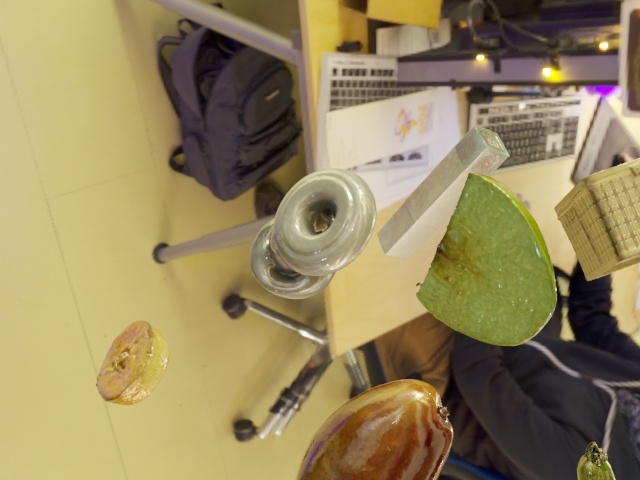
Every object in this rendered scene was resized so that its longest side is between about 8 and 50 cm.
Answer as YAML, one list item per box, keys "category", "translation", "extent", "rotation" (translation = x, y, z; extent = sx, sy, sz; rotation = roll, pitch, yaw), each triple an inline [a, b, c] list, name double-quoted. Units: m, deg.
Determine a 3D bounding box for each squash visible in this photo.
- category: "squash"
  translation: [0.520, 0.498, 1.273]
  extent: [0.080, 0.071, 0.318]
  rotation: [-36, 107, -64]

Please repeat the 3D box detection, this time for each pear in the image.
- category: "pear"
  translation: [0.321, 0.049, 1.204]
  extent: [0.139, 0.239, 0.288]
  rotation: [-10, 132, -35]

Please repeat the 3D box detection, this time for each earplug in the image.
- category: "earplug"
  translation: [-0.011, -0.002, 1.373]
  extent: [0.175, 0.325, 0.214]
  rotation: [10, 56, -28]

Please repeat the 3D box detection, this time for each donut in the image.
- category: "donut"
  translation: [-0.348, 0.236, 1.328]
  extent: [0.065, 0.178, 0.162]
  rotation: [38, 88, -31]

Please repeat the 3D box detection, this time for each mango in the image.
- category: "mango"
  translation: [0.037, 0.256, 0.723]
  extent: [0.267, 0.133, 0.111]
  rotation: [-60, 169, 1]

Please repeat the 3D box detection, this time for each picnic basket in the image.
- category: "picnic basket"
  translation: [0.621, -0.071, 1.295]
  extent: [0.313, 0.228, 0.175]
  rotation: [-19, 76, 0]

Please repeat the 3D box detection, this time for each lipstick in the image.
- category: "lipstick"
  translation: [0.271, -0.100, 1.620]
  extent: [0.080, 0.076, 0.371]
  rotation: [12, 134, -33]
